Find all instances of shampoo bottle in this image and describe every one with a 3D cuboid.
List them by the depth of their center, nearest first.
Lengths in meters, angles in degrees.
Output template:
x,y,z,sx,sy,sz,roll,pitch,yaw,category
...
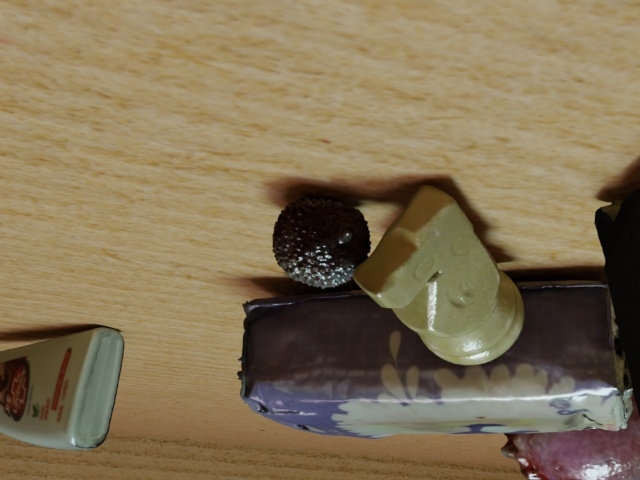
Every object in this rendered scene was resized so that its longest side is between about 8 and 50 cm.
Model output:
x,y,z,sx,sy,sz,roll,pitch,yaw,category
-0.384,0.185,1.130,0.284,0.153,0.071,-1,165,33,shampoo bottle

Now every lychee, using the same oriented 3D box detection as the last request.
x,y,z,sx,sy,sz,roll,pitch,yaw,category
0.000,0.000,0.595,0.067,0.068,0.083,50,159,-2,lychee

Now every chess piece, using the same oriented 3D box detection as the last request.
x,y,z,sx,sy,sz,roll,pitch,yaw,category
0.088,0.029,0.637,0.090,0.090,0.200,-4,158,22,chess piece

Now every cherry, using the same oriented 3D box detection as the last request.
x,y,z,sx,sy,sz,roll,pitch,yaw,category
0.340,0.214,1.004,0.250,0.175,0.192,-11,141,32,cherry

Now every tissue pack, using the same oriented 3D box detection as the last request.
x,y,z,sx,sy,sz,roll,pitch,yaw,category
0.122,0.122,0.847,0.344,0.125,0.242,-5,160,18,tissue pack

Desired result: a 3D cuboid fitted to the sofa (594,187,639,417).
x,y,z,sx,sy,sz,roll,pitch,yaw,category
0.291,0.033,0.464,0.182,0.199,0.258,-5,163,-11,sofa
